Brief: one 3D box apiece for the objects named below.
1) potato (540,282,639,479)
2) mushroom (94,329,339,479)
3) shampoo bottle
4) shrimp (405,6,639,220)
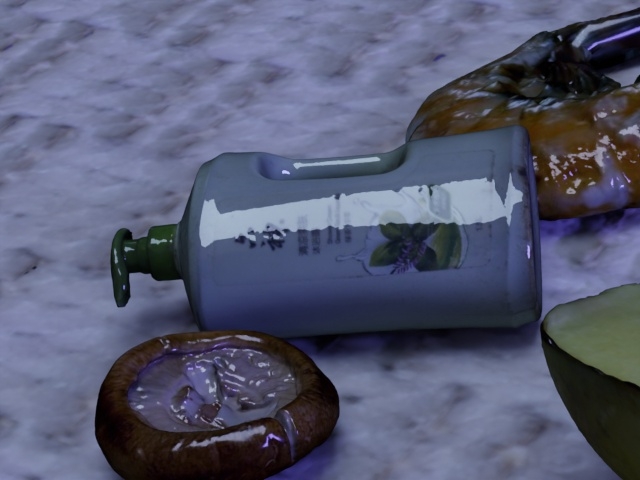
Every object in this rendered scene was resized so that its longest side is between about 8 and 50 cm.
[{"bbox_3d":[0.223,0.099,0.810,0.160,0.111,0.271,-17,23,-35],"label":"potato"},{"bbox_3d":[-0.051,0.088,0.953,0.123,0.052,0.123,-1,31,1],"label":"mushroom"},{"bbox_3d":[0.000,0.000,1.037,0.234,0.087,0.118,-4,52,9],"label":"shampoo bottle"},{"bbox_3d":[0.222,-0.108,1.170,0.365,0.071,0.233,-22,29,-8],"label":"shrimp"}]
